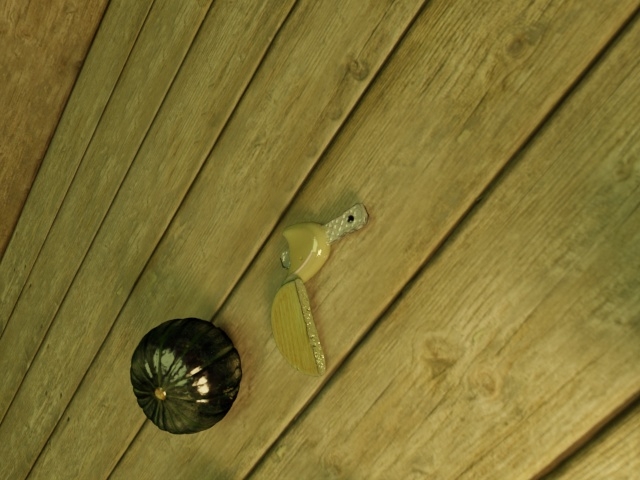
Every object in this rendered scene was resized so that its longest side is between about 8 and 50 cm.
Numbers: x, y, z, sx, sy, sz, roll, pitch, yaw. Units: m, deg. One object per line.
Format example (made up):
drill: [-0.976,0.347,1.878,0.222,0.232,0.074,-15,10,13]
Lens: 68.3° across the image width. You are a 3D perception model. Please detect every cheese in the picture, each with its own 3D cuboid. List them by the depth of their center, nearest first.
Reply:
cheese: [0.001,0.000,0.929,0.235,0.050,0.127,-30,64,35]

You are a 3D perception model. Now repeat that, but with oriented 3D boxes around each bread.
bread: [-0.052,0.178,0.946,0.112,0.036,0.193,-20,82,42]

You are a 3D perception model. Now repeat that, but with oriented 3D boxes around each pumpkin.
pumpkin: [-0.288,0.292,1.034,0.250,0.216,0.250,-1,86,7]
